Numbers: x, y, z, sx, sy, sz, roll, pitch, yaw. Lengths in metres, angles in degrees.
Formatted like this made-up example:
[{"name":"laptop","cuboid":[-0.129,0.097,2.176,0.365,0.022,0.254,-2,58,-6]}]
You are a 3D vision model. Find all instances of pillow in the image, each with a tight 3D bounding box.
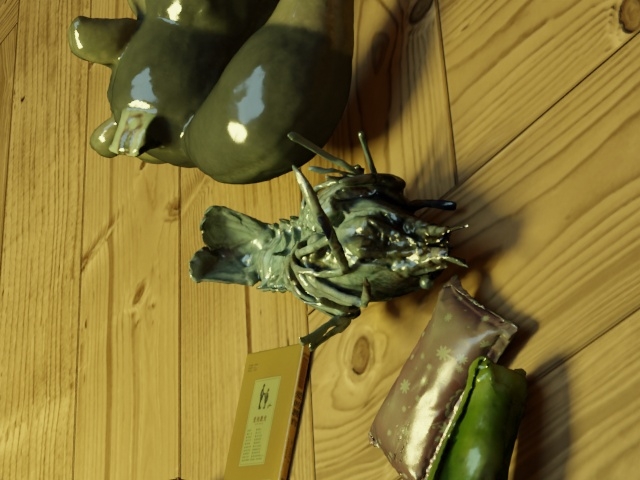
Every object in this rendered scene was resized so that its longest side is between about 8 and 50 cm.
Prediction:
[{"name":"pillow","cuboid":[0.099,0.124,1.620,0.185,0.043,0.118,-62,32,14]}]

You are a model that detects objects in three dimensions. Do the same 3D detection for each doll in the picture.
[{"name":"doll","cuboid":[-0.067,-0.236,1.994,0.379,0.252,0.382,18,88,37]}]

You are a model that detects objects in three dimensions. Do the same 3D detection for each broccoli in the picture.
[{"name":"broccoli","cuboid":[0.111,0.230,1.466,0.165,0.146,0.304,83,-159,-61]}]

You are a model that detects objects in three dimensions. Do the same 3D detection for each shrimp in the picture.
[{"name":"shrimp","cuboid":[0.005,0.001,1.760,0.410,0.166,0.221,165,121,-70]}]

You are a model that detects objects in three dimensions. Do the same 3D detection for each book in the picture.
[{"name":"book","cuboid":[-0.058,0.192,1.879,0.118,0.012,0.172,-14,61,57]}]

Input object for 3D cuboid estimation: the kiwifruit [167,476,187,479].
[{"name":"kiwifruit","cuboid":[-0.151,0.305,1.906,0.075,0.075,0.124,-15,65,56]}]
